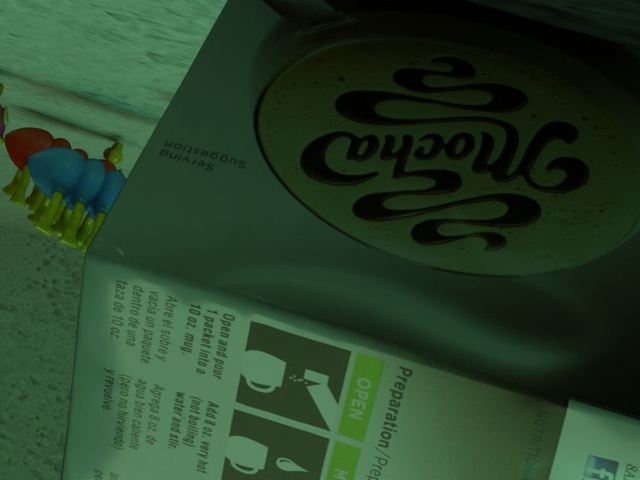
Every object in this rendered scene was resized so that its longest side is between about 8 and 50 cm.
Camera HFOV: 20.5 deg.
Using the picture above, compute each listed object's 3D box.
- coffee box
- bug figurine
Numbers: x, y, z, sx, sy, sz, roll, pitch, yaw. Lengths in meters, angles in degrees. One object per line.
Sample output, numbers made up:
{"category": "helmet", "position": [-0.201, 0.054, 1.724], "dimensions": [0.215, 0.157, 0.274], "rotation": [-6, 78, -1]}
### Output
{"category": "coffee box", "position": [0.091, 0.035, 0.541], "dimensions": [0.297, 0.168, 0.119], "rotation": [17, 132, 6]}
{"category": "bug figurine", "position": [-0.203, -0.060, 1.165], "dimensions": [0.216, 0.072, 0.279], "rotation": [26, 180, -17]}
